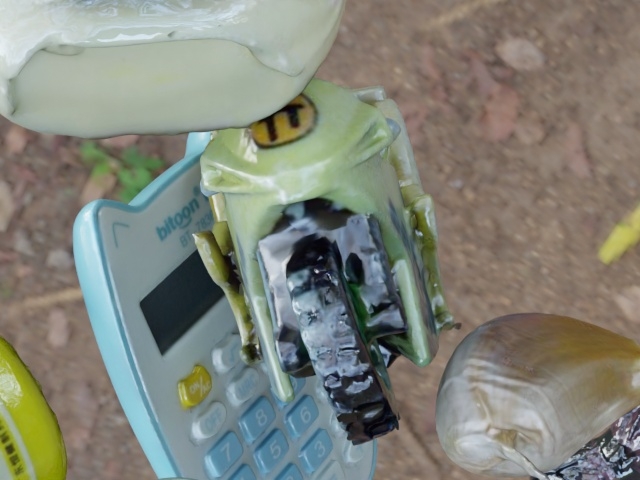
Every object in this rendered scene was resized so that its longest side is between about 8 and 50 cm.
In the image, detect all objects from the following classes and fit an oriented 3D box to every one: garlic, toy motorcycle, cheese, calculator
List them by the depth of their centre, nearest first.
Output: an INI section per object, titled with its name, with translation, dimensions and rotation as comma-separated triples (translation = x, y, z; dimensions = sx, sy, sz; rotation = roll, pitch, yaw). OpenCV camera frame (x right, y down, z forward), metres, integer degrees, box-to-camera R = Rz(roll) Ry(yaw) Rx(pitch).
[cheese]
translation = -0.113, -0.176, 1.165
dimensions = 0.266, 0.127, 0.233
rotation = -3, 50, -3
[garlic]
translation = 0.137, 0.109, 1.195
dimensions = 0.128, 0.198, 0.090
rotation = 11, 107, 30
[toy motorcycle]
translation = 0.000, 0.000, 1.307
dimensions = 0.169, 0.410, 0.237
rotation = -13, 96, 1
[calculator]
translation = -0.063, 0.100, 1.464
dimensions = 0.054, 0.256, 0.386
rotation = -10, 113, 37

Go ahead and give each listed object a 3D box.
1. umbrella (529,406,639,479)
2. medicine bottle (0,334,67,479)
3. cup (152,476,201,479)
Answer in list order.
[umbrella]
translation = 0.309, 0.197, 1.767
dimensions = 0.326, 0.094, 0.090
rotation = -40, 67, 14
[medicine bottle]
translation = -0.243, 0.132, 0.915
dimensions = 0.212, 0.122, 0.122
rotation = -33, 46, -31
[cup]
translation = -0.068, 0.205, 1.037
dimensions = 0.141, 0.120, 0.120
rotation = 20, 85, 63
